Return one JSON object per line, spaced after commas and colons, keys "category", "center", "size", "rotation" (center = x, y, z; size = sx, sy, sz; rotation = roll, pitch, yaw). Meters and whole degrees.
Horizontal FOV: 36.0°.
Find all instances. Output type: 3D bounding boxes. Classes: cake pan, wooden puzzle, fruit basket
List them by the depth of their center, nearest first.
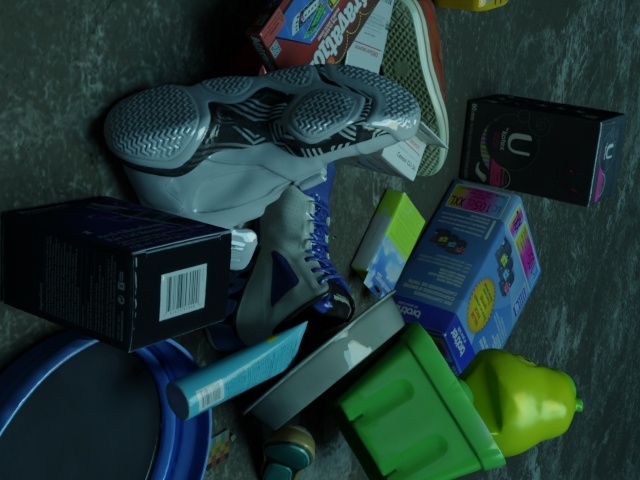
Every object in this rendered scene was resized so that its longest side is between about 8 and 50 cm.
{"category": "cake pan", "center": [0.013, 0.184, 1.463], "size": [0.293, 0.054, 0.293], "rotation": [-38, 173, -5]}
{"category": "wooden puzzle", "center": [-0.156, 0.313, 1.474], "size": [0.083, 0.006, 0.049], "rotation": [-22, 121, -51]}
{"category": "fruit basket", "center": [0.217, 0.250, 1.585], "size": [0.392, 0.392, 0.283], "rotation": [-26, 83, -49]}

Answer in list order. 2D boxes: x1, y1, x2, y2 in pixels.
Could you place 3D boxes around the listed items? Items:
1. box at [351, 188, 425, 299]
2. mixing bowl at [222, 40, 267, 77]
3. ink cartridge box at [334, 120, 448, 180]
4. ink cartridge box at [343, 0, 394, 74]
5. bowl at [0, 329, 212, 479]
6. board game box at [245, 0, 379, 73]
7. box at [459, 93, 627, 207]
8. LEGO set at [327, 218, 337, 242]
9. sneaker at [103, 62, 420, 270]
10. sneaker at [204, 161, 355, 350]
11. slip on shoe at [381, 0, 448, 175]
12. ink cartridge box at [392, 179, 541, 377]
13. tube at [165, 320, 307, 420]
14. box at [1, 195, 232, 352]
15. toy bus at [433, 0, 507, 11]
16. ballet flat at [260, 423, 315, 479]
{"category": "box", "center": [0.116, 0.013, 1.721], "size": [0.178, 0.042, 0.109], "rotation": [-64, 145, -16]}
{"category": "mixing bowl", "center": [-0.067, -0.200, 1.309], "size": [0.181, 0.098, 0.181], "rotation": [-26, 123, -49]}
{"category": "ink cartridge box", "center": [0.076, -0.146, 1.452], "size": [0.115, 0.198, 0.067], "rotation": [29, 78, -56]}
{"category": "ink cartridge box", "center": [0.052, -0.326, 1.469], "size": [0.104, 0.060, 0.180], "rotation": [4, 100, -57]}
{"category": "bowl", "center": [-0.290, 0.287, 1.200], "size": [0.391, 0.077, 0.391], "rotation": [-27, 125, -49]}
{"category": "board game box", "center": [0.009, -0.309, 1.267], "size": [0.281, 0.027, 0.145], "rotation": [-60, 143, -25]}
{"category": "box", "center": [0.426, -0.179, 1.893], "size": [0.143, 0.270, 0.165], "rotation": [-20, 119, -52]}
{"category": "LEGO set", "center": [-0.002, 0.001, 1.566], "size": [0.054, 0.023, 0.083], "rotation": [24, 96, -55]}
{"category": "sneaker", "center": [-0.062, -0.088, 1.191], "size": [0.137, 0.366, 0.210], "rotation": [-95, 180, -48]}
{"category": "sneaker", "center": [-0.019, 0.035, 1.403], "size": [0.127, 0.182, 0.315], "rotation": [39, 70, -56]}
{"category": "slip on shoe", "center": [0.159, -0.258, 1.613], "size": [0.101, 0.123, 0.331], "rotation": [-44, 132, -44]}
{"category": "ink cartridge box", "center": [0.266, 0.125, 1.899], "size": [0.395, 0.151, 0.270], "rotation": [-57, 143, -22]}
{"category": "tube", "center": [-0.101, 0.169, 1.276], "size": [0.207, 0.052, 0.080], "rotation": [-21, 145, -37]}
{"category": "box", "center": [-0.223, 0.029, 1.073], "size": [0.153, 0.207, 0.108], "rotation": [-16, 116, -54]}
{"category": "toy bus", "center": [0.265, -0.563, 1.646], "size": [0.130, 0.108, 0.332], "rotation": [-27, 125, -47]}
{"category": "ballet flat", "center": [-0.051, 0.321, 1.520], "size": [0.232, 0.080, 0.073], "rotation": [116, -2, -59]}
